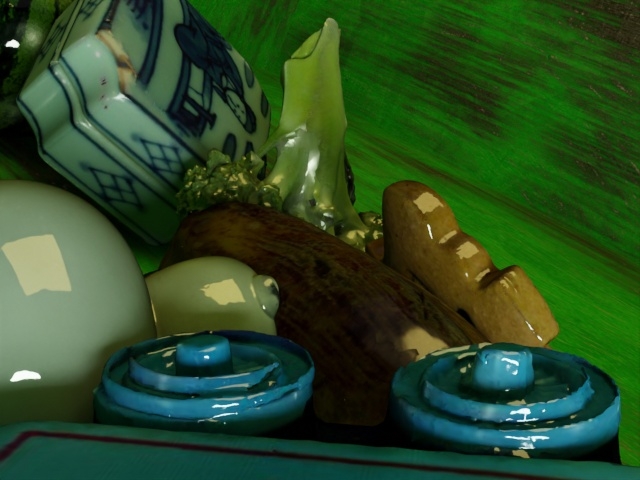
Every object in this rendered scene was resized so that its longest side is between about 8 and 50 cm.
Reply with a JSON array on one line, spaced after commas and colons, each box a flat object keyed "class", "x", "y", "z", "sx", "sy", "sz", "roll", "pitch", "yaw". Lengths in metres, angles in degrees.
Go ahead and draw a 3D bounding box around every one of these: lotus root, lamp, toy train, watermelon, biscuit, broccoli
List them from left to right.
[{"class": "watermelon", "x": -0.418, "y": -0.262, "z": 1.177, "sx": 0.269, "sy": 0.269, "sz": 0.269, "roll": 21, "pitch": 15, "yaw": -6}, {"class": "lamp", "x": -0.151, "y": 0.060, "z": 0.526, "sx": 0.243, "sy": 0.198, "sz": 0.197, "roll": 3, "pitch": 23, "yaw": -32}, {"class": "broccoli", "x": -0.048, "y": -0.035, "z": 0.925, "sx": 0.186, "sy": 0.302, "sz": 0.254, "roll": -15, "pitch": 14, "yaw": 48}, {"class": "toy train", "x": -0.005, "y": 0.151, "z": 0.353, "sx": 0.300, "sy": 0.188, "sz": 0.265, "roll": 2, "pitch": 13, "yaw": 10}, {"class": "lotus root", "x": 0.017, "y": 0.094, "z": 0.669, "sx": 0.195, "sy": 0.179, "sz": 0.397, "roll": 4, "pitch": 25, "yaw": -45}, {"class": "biscuit", "x": 0.111, "y": 0.100, "z": 0.777, "sx": 0.043, "sy": 0.301, "sz": 0.278, "roll": -31, "pitch": 80, "yaw": -24}]

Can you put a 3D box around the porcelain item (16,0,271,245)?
[{"class": "porcelain item", "x": -0.193, "y": -0.163, "z": 1.047, "sx": 0.286, "sy": 0.157, "sz": 0.281, "roll": 43, "pitch": 31, "yaw": -30}]
